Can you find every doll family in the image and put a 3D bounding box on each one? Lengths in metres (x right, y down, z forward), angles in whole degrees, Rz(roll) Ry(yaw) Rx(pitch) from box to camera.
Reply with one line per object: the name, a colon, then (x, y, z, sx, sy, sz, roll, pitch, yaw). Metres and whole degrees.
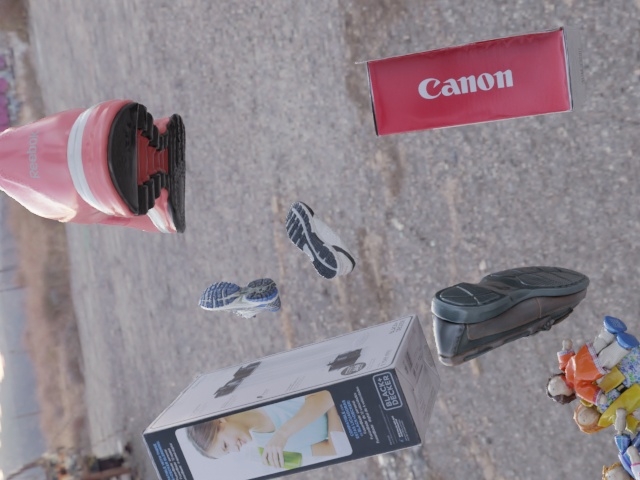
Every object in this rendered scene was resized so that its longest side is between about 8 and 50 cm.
doll family: (0.384, 0.229, 1.039, 0.163, 0.118, 0.263, -57, 39, 33)

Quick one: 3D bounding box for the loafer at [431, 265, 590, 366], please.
loafer: (0.235, 0.090, 1.070, 0.096, 0.268, 0.084, 21, 113, 48)

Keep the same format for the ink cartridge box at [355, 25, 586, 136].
ink cartridge box: (0.242, -0.248, 1.348, 0.272, 0.310, 0.130, -29, -68, -64)

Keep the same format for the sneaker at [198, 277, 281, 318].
sneaker: (-0.122, 0.098, 1.311, 0.058, 0.135, 0.052, 64, -149, -42)

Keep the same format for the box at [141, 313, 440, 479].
box: (-0.026, 0.181, 0.937, 0.169, 0.290, 0.087, -45, -63, -71)

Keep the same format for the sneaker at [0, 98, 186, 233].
sneaker: (-0.204, -0.068, 0.782, 0.314, 0.136, 0.115, 54, -144, -86)

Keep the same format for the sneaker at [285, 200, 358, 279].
sneaker: (0.000, 0.000, 0.943, 0.109, 0.044, 0.040, 56, 128, 28)
